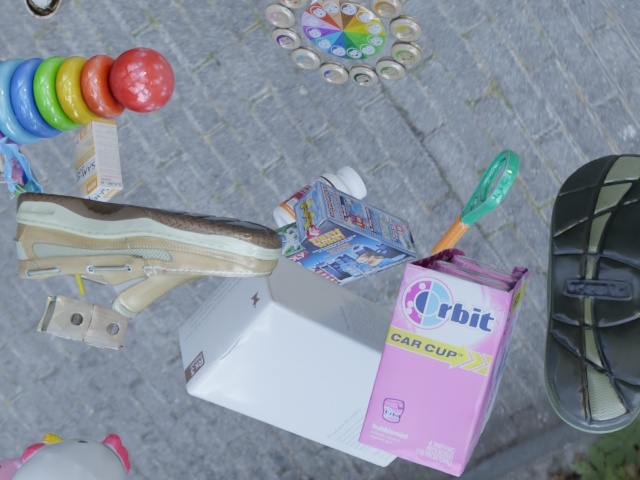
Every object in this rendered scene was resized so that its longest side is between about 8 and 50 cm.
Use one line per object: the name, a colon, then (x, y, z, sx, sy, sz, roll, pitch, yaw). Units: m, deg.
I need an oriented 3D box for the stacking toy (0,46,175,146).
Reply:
stacking toy: (-0.357, -0.203, 1.268, 0.331, 0.141, 0.141, -4, 108, 19)

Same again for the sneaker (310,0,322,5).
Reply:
sneaker: (0.022, -0.352, 1.257, 0.038, 0.069, 0.098, 39, 86, -7)

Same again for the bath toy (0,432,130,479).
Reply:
bath toy: (-0.285, 0.266, 0.832, 0.151, 0.129, 0.348, 43, 131, -10)

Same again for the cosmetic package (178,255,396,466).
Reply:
cosmetic package: (0.004, 0.106, 0.784, 0.231, 0.085, 0.117, 31, 114, -32)

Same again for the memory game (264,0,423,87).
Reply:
memory game: (0.026, -0.233, 1.010, 0.186, 0.012, 0.186, 14, 154, 7)

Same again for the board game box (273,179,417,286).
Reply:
board game box: (0.000, 0.000, 1.175, 0.194, 0.194, 0.060, -22, 61, 18)

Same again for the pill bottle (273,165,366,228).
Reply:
pill bottle: (0.001, -0.061, 1.540, 0.152, 0.086, 0.086, -35, 100, -15)

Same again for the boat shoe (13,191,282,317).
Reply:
boat shoe: (-0.113, 0.014, 0.573, 0.190, 0.068, 0.072, 7, 90, 26)

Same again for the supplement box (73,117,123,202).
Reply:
supplement box: (-0.291, -0.101, 1.170, 0.062, 0.036, 0.098, -31, 62, 44)

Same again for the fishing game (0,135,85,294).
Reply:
fishing game: (-0.382, -0.044, 1.169, 0.264, 0.041, 0.189, 50, 153, 27)

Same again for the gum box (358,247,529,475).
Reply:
gum box: (0.088, 0.067, 0.579, 0.062, 0.188, 0.107, 16, 97, 15)

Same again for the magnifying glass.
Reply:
magnifying glass: (0.232, -0.048, 1.360, 0.026, 0.092, 0.231, 24, 134, -7)

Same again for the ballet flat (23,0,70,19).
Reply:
ballet flat: (-0.447, -0.477, 1.503, 0.108, 0.106, 0.316, 29, 150, -5)

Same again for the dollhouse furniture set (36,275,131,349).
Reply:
dollhouse furniture set: (-0.392, 0.085, 1.552, 0.129, 0.129, 0.183, 19, 78, -22)

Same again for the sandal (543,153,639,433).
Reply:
sandal: (0.276, 0.044, 0.881, 0.120, 0.302, 0.086, 11, 157, 19)
